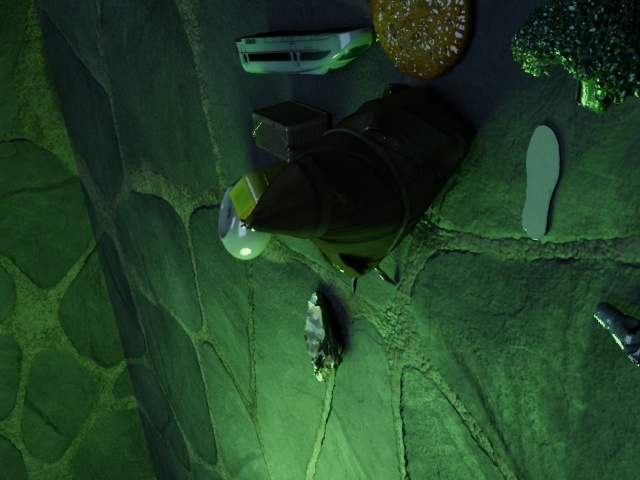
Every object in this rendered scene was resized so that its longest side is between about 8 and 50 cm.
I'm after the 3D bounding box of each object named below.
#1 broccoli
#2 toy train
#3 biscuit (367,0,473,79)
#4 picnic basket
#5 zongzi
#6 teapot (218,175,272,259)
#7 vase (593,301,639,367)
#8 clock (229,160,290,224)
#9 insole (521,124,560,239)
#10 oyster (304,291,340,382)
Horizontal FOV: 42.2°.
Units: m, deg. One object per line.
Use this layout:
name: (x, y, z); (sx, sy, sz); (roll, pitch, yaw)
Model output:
broccoli: (0.356, -0.234, 1.066); (0.220, 0.194, 0.194); (5, 119, 16)
toy train: (-0.030, -0.375, 1.654); (0.407, 0.086, 0.088); (16, 121, 54)
biscuit: (0.161, -0.392, 1.386); (0.254, 0.035, 0.254); (35, 135, 44)
picnic basket: (-0.063, -0.235, 1.766); (0.164, 0.115, 0.079); (30, 135, 48)
zongzi: (-0.014, -0.016, 1.473); (0.218, 0.467, 0.500); (52, 147, 18)
teapot: (-0.154, -0.059, 2.005); (0.300, 0.166, 0.208); (-24, 46, 53)
vase: (0.476, 0.161, 1.190); (0.211, 0.060, 0.060); (44, 142, 37)
clock: (-0.081, -0.111, 1.785); (0.096, 0.202, 0.143); (65, 150, 9)
insole: (0.346, -0.087, 1.304); (0.065, 0.004, 0.197); (34, 135, 45)
oyster: (0.007, 0.229, 1.999); (0.133, 0.072, 0.209); (133, 132, -64)
